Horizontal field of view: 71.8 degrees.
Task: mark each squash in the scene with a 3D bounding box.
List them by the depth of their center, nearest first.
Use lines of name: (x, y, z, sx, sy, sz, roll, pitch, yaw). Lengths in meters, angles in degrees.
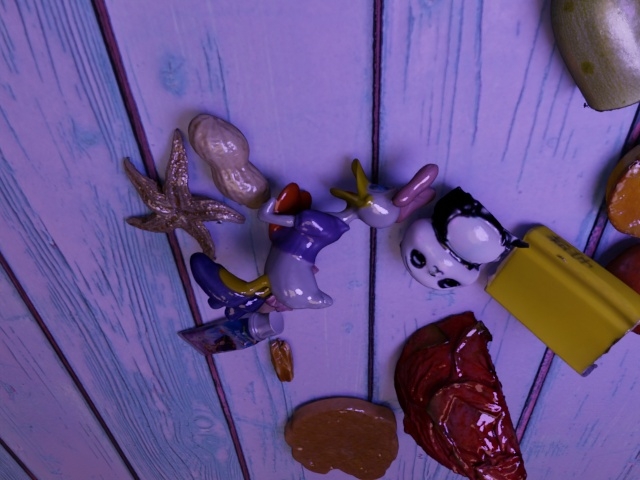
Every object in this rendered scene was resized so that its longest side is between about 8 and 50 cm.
squash: (0.355, -0.267, 0.544, 0.123, 0.123, 0.186, -32, 118, 25)

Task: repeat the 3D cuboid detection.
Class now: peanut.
peanut: (-0.145, -0.124, 0.728, 0.082, 0.082, 0.187, -15, 124, 16)

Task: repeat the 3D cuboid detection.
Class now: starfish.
starfish: (-0.260, -0.063, 0.808, 0.236, 0.062, 0.277, 2, 131, 11)

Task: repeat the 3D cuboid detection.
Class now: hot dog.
hot dog: (-0.090, 0.284, 1.052, 0.056, 0.041, 0.133, -2, 119, 7)

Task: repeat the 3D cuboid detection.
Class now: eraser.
eraser: (0.413, 0.098, 0.760, 0.069, 0.226, 0.158, -17, 140, -37)

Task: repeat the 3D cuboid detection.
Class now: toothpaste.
toothpaste: (-0.204, 0.214, 1.005, 0.266, 0.061, 0.096, -20, 123, 26)

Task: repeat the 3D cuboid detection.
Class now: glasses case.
glasses case: (-0.064, 0.086, 0.878, 0.102, 0.070, 0.193, 14, 127, -5)

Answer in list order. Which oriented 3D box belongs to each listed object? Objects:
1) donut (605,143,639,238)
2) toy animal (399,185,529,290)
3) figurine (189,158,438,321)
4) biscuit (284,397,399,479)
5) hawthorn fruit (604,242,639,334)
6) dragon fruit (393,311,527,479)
donut: (0.532, -0.088, 0.686, 0.162, 0.065, 0.178, 23, 123, -4)
toy animal: (0.230, 0.012, 0.751, 0.166, 0.138, 0.179, 45, 115, -5)
figurine: (-0.006, -0.001, 0.724, 0.421, 0.154, 0.193, -40, 75, 3)
biscuit: (0.061, 0.547, 1.217, 0.312, 0.057, 0.351, -7, 124, 11)
hawthorn fruit: (0.593, 0.032, 0.731, 0.165, 0.165, 0.285, 23, 115, -11)
dragon fruit: (0.320, 0.327, 0.905, 0.240, 0.330, 0.302, -4, 127, -18)
